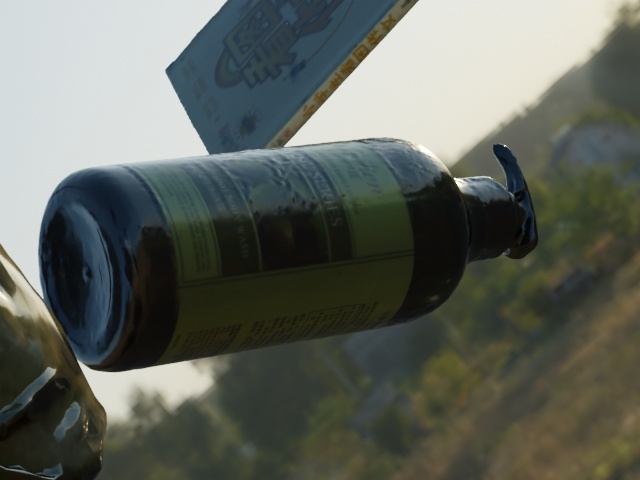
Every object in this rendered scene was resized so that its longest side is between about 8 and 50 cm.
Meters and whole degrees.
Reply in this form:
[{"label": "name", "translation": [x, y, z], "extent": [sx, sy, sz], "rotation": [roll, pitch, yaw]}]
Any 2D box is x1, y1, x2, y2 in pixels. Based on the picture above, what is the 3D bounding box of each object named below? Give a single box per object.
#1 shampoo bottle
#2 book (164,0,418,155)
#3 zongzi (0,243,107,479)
[{"label": "shampoo bottle", "translation": [0.000, 0.000, 0.961], "extent": [0.284, 0.101, 0.101], "rotation": [-7, -24, -35]}, {"label": "book", "translation": [0.008, -0.187, 1.382], "extent": [0.295, 0.020, 0.208], "rotation": [-47, 33, 10]}, {"label": "zongzi", "translation": [-0.180, 0.022, 0.353], "extent": [0.134, 0.286, 0.288], "rotation": [-34, 22, 23]}]
